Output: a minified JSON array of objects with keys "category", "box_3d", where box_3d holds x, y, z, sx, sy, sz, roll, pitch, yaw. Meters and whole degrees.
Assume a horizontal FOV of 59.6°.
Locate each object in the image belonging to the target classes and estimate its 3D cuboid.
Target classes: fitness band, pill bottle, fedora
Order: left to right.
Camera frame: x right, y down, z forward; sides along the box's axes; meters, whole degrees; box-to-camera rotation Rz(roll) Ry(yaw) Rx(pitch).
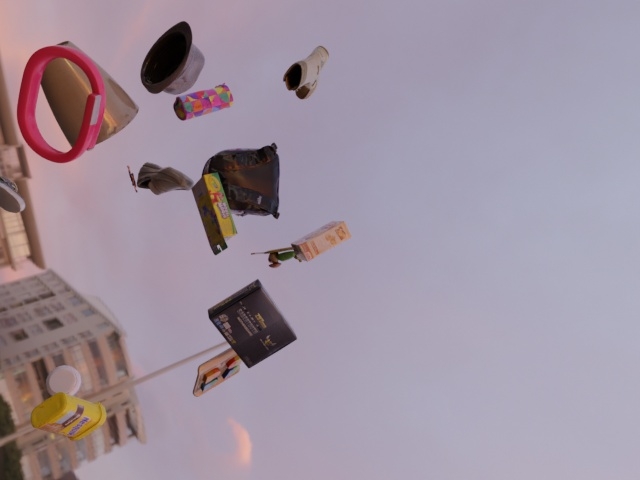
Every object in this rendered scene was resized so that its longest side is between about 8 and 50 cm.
[{"category":"fitness band","box_3d":[-0.646,-0.336,1.392,0.208,0.054,0.291,28,-66,4]},{"category":"pill bottle","box_3d":[-0.882,0.488,1.922,0.112,0.111,0.186,66,-26,7]},{"category":"fedora","box_3d":[-0.501,-0.614,1.960,0.275,0.124,0.244,-37,-124,20]}]

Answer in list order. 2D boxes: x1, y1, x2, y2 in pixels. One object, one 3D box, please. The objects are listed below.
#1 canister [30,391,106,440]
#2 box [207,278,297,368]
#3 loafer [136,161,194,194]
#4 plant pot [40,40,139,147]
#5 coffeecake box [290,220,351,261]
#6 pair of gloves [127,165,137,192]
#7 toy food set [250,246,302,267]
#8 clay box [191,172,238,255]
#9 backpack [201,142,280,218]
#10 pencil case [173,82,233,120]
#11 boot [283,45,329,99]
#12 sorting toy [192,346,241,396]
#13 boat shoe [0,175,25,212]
[{"category":"canister","box_3d":[-0.720,0.503,1.600,0.073,0.126,0.170,57,1,35]},{"category":"box","box_3d":[-0.205,0.257,1.709,0.233,0.183,0.059,60,-2,-28]},{"category":"loafer","box_3d":[-0.595,-0.221,2.129,0.319,0.112,0.112,15,-105,45]},{"category":"plant pot","box_3d":[-0.766,-0.476,1.774,0.256,0.256,0.274,21,-31,45]},{"category":"coffeecake box","box_3d":[0.000,0.000,2.016,0.068,0.185,0.142,64,-14,-10]},{"category":"pair of gloves","box_3d":[-0.646,-0.211,1.925,0.083,0.010,0.074,108,-36,-70]},{"category":"toy food set","box_3d":[-0.148,0.067,2.185,0.217,0.128,0.071,-9,-92,10]},{"category":"clay box","box_3d":[-0.312,-0.075,1.662,0.127,0.053,0.222,-25,-96,58]},{"category":"backpack","box_3d":[-0.290,-0.210,1.996,0.213,0.263,0.277,-14,-104,57]},{"category":"pencil case","box_3d":[-0.457,-0.543,2.189,0.104,0.236,0.105,30,-46,37]},{"category":"boot","box_3d":[-0.065,-0.531,1.855,0.077,0.165,0.213,39,-40,4]},{"category":"sorting toy","box_3d":[-0.334,0.439,1.883,0.038,0.192,0.208,48,-36,22]},{"category":"boat shoe","box_3d":[-0.939,-0.155,1.649,0.219,0.070,0.078,29,-53,16]}]
